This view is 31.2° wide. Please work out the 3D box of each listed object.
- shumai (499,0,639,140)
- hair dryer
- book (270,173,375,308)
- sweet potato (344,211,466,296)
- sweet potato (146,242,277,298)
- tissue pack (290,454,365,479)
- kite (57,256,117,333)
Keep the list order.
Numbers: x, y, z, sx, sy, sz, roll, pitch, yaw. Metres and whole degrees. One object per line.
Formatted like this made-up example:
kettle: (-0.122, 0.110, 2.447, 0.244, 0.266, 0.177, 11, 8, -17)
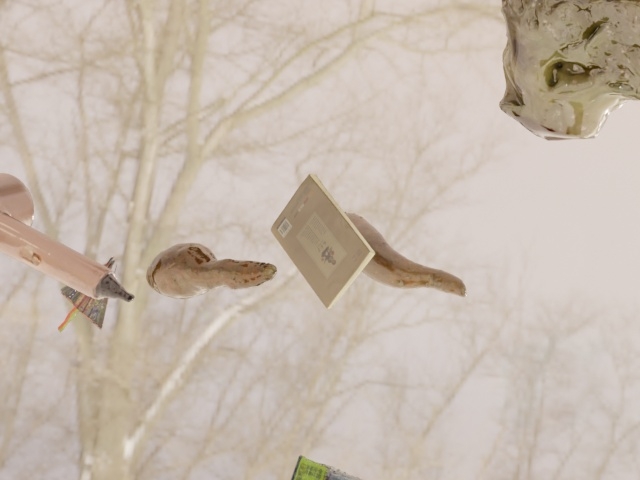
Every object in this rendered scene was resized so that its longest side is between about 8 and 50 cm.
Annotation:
shumai: (0.355, -0.262, 1.596, 0.346, 0.283, 0.217, 42, 24, 17)
hair dryer: (-0.406, 0.012, 1.594, 0.344, 0.106, 0.189, 23, 21, 21)
book: (0.000, 0.000, 1.968, 0.016, 0.198, 0.138, 3, -48, -48)
sweet potato: (0.125, 0.029, 2.182, 0.346, 0.108, 0.079, 34, -42, 36)
sweet potato: (-0.160, 0.038, 1.474, 0.075, 0.074, 0.269, 25, -19, -39)
tissue pack: (0.011, 0.397, 1.383, 0.173, 0.235, 0.073, 28, -14, -39)
kite: (-0.457, 0.110, 2.260, 0.014, 0.183, 0.241, 39, -2, -36)
